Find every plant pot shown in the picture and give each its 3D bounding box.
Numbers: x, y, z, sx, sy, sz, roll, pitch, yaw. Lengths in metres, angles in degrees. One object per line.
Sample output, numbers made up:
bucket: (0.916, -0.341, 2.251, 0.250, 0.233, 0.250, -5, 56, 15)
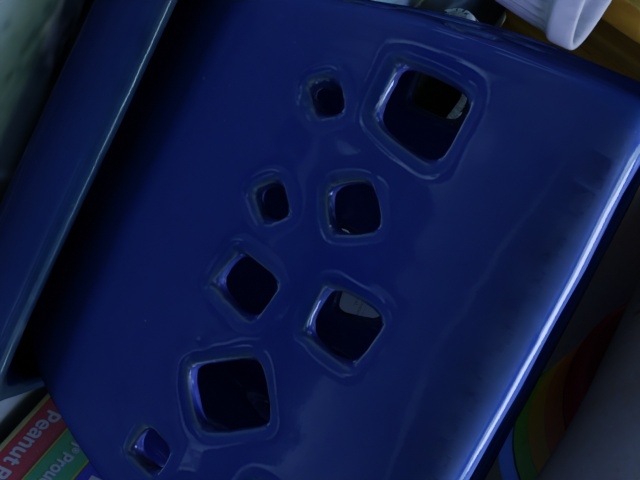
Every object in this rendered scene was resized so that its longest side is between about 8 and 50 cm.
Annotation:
plant pot: (0.000, 0.000, 0.599, 0.236, 0.212, 0.236, -63, 169, 11)

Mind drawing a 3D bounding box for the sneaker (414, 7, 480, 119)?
sneaker: (0.025, 0.002, 1.031, 0.410, 0.158, 0.182, -58, 137, -7)

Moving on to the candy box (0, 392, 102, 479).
candy box: (-0.153, 0.244, 0.745, 0.268, 0.122, 0.317, -49, 165, -45)

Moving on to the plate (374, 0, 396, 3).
plate: (0.076, -0.218, 0.880, 0.188, 0.024, 0.188, -56, 167, -20)

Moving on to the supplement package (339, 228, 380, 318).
supplement package: (0.042, 0.033, 0.903, 0.179, 0.105, 0.105, 11, 114, -31)

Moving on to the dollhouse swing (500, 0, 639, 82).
dollhouse swing: (0.188, -0.048, 1.244, 0.305, 0.315, 0.347, -27, 146, -40)

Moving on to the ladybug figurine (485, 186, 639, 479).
ladybug figurine: (0.177, 0.107, 0.717, 0.305, 0.162, 0.449, -63, 179, -18)

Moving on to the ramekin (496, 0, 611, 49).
ramekin: (0.185, -0.255, 1.052, 0.207, 0.109, 0.207, -56, 167, -20)
